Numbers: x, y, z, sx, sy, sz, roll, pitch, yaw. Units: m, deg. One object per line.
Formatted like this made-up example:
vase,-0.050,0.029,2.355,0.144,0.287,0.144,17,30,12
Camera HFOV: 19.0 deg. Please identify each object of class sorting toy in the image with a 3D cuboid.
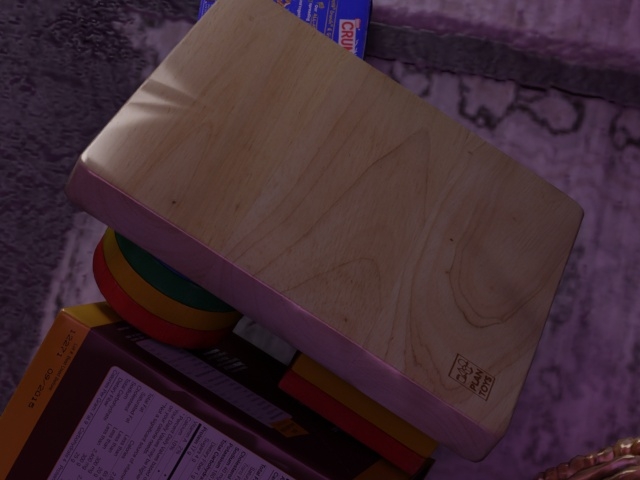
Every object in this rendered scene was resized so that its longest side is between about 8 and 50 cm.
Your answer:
sorting toy,0.000,0.000,1.077,0.255,0.257,0.089,33,123,-2

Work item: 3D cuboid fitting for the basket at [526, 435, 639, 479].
basket,0.153,0.278,1.077,0.299,0.223,0.213,-33,44,-6

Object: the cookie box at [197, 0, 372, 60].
cookie box,-0.025,-0.120,1.210,0.107,0.040,0.092,8,77,5

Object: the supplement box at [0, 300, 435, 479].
supplement box,-0.063,0.136,1.056,0.194,0.191,0.129,32,97,10
